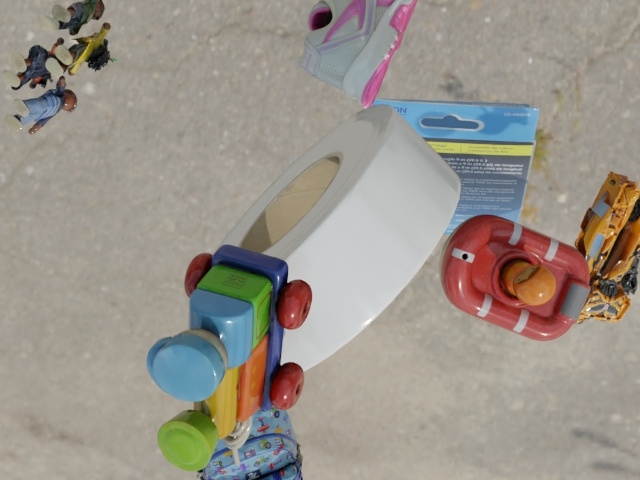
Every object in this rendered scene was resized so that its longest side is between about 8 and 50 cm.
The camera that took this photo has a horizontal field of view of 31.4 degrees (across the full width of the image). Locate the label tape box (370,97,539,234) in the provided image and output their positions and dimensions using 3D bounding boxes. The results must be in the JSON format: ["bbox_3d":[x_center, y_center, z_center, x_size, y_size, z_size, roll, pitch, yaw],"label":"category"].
[{"bbox_3d":[0.195,-0.140,1.756,0.249,0.115,0.347,3,148,5],"label":"label tape box"}]

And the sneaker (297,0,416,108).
[{"bbox_3d":[0.048,-0.266,1.347,0.111,0.252,0.103,23,133,2],"label":"sneaker"}]

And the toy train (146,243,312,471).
[{"bbox_3d":[-0.086,0.141,0.949,0.105,0.143,0.248,16,123,15],"label":"toy train"}]

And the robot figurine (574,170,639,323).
[{"bbox_3d":[0.517,0.027,2.021,0.211,0.085,0.291,8,113,-30],"label":"robot figurine"}]

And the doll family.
[{"bbox_3d":[-0.290,-0.197,1.281,0.193,0.111,0.076,-39,94,26],"label":"doll family"}]

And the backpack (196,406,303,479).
[{"bbox_3d":[-0.102,0.308,1.626,0.158,0.117,0.173,-15,154,-9],"label":"backpack"}]

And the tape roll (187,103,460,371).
[{"bbox_3d":[0.000,0.000,1.119,0.100,0.286,0.286,44,134,-16],"label":"tape roll"}]

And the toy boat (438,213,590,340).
[{"bbox_3d":[0.286,0.055,1.622,0.231,0.151,0.151,21,180,-12],"label":"toy boat"}]
